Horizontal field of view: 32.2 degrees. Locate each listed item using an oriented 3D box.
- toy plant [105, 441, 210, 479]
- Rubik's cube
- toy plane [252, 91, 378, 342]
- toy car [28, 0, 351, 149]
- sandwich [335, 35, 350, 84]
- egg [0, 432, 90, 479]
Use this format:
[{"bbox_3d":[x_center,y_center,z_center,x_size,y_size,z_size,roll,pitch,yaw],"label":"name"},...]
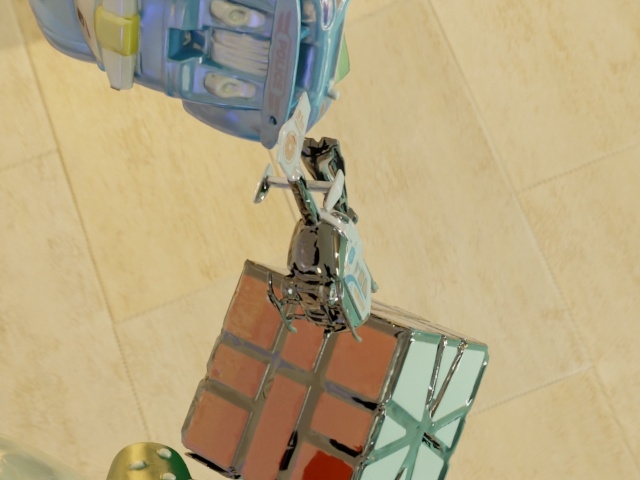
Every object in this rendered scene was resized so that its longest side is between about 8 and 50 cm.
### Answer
[{"bbox_3d":[-0.170,0.309,1.163,0.232,0.243,0.112,20,112,8],"label":"toy plant"},{"bbox_3d":[0.024,0.215,1.518,0.283,0.288,0.293,24,91,31],"label":"Rubik's cube"},{"bbox_3d":[0.000,0.000,0.686,0.053,0.197,0.078,7,55,23],"label":"toy plane"},{"bbox_3d":[-0.122,-0.190,0.856,0.314,0.198,0.166,25,40,16],"label":"toy car"},{"bbox_3d":[0.009,-0.239,1.419,0.074,0.116,0.074,-50,32,-19],"label":"sandwich"},{"bbox_3d":[-0.118,0.181,0.383,0.183,0.183,0.217,-21,105,0],"label":"egg"}]
